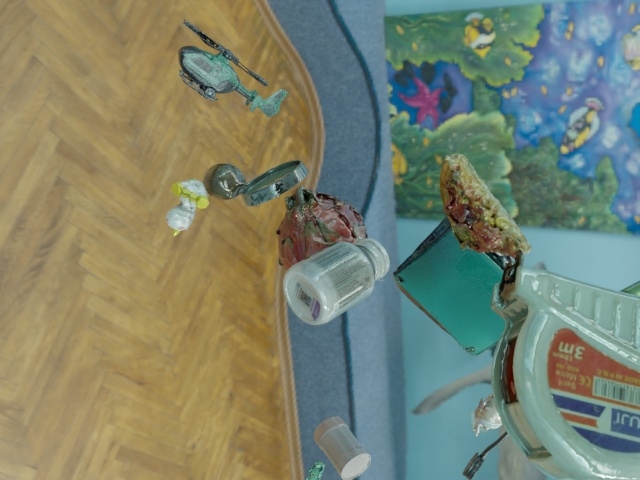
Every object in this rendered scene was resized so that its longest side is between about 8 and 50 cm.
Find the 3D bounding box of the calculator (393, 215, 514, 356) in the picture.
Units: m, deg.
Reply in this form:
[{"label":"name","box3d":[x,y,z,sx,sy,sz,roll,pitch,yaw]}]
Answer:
[{"label":"calculator","box3d":[0.308,0.097,1.391,0.058,0.274,0.248,-43,174,-43]}]

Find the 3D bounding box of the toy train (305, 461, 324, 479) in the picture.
[{"label":"toy train","box3d":[-0.014,0.471,1.286,0.045,0.029,0.092,-4,115,-67]}]

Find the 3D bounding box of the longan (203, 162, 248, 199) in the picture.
[{"label":"longan","box3d":[-0.233,-0.144,1.644,0.113,0.113,0.092,14,87,-60]}]

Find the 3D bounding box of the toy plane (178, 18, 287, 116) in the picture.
[{"label":"toy plane","box3d":[-0.280,-0.479,1.955,0.382,0.106,0.155,34,103,-25]}]

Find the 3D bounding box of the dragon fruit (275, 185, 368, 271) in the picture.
[{"label":"dragon fruit","box3d":[0.000,0.000,1.682,0.298,0.244,0.244,59,43,-20]}]

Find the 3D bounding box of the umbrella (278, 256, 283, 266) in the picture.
[{"label":"umbrella","box3d":[-0.043,0.052,2.279,0.094,0.326,0.090,31,66,-33]}]

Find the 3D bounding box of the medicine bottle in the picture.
[{"label":"medicine bottle","box3d":[0.040,0.074,1.377,0.215,0.135,0.135,-28,120,-37]}]

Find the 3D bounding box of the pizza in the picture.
[{"label":"pizza","box3d":[0.244,-0.033,1.036,0.053,0.193,0.201,-30,125,-12]}]

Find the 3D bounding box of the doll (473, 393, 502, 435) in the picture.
[{"label":"doll","box3d":[0.393,0.398,1.551,0.127,0.073,0.084,-48,118,3]}]

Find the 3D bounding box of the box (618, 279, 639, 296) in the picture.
[{"label":"box","box3d":[0.793,0.108,1.530,0.346,0.134,0.097,-20,77,-27]}]

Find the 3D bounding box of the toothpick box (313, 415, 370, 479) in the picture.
[{"label":"toothpick box","box3d":[0.059,0.573,1.839,0.098,0.149,0.098,-18,129,-24]}]

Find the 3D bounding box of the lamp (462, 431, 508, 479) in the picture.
[{"label":"lamp","box3d":[0.491,0.459,1.579,0.371,0.108,0.130,-52,166,7]}]

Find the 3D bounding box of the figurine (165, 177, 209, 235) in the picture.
[{"label":"figurine","box3d":[-0.371,-0.085,1.835,0.129,0.109,0.178,-93,-155,-74]}]

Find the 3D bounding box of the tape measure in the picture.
[{"label":"tape measure","box3d":[0.317,0.160,0.775,0.125,0.243,0.246,102,2,-72]}]

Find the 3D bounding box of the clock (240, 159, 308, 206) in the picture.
[{"label":"clock","box3d":[-0.140,-0.174,1.980,0.215,0.215,0.042,-48,116,-46]}]
